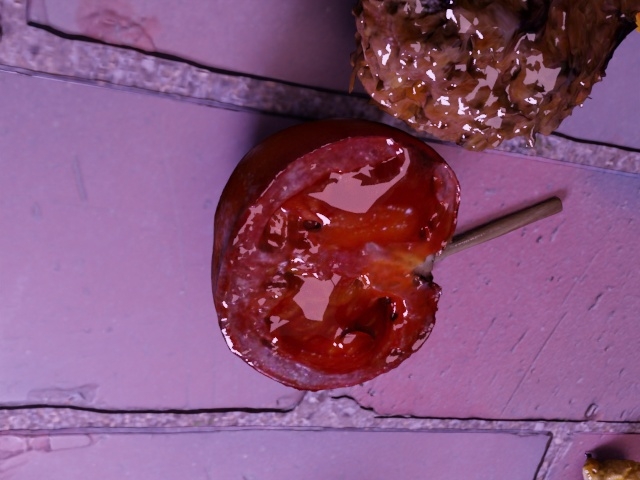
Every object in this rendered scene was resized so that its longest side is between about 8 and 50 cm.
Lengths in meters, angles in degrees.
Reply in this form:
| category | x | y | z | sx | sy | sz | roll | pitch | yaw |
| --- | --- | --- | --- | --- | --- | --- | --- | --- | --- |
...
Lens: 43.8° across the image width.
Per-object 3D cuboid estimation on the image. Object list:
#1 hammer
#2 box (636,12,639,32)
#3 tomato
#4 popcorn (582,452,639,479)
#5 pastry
| category | x | y | z | sx | sy | sz | roll | pitch | yaw |
| --- | --- | --- | --- | --- | --- | --- | --- | --- | --- |
| hammer | 0.161 | -0.003 | 0.796 | 0.182 | 0.017 | 0.062 | -20 | 122 | -10 |
| box | 0.347 | -0.317 | 0.583 | 0.259 | 0.214 | 0.283 | -35 | 121 | 4 |
| tomato | 0.000 | 0.000 | 0.669 | 0.200 | 0.139 | 0.233 | 4 | 113 | -25 |
| popcorn | 0.363 | 0.295 | 0.999 | 0.084 | 0.084 | 0.084 | -8 | 119 | -15 |
| pastry | 0.115 | -0.200 | 0.594 | 0.275 | 0.193 | 0.275 | 0 | 91 | -24 |
